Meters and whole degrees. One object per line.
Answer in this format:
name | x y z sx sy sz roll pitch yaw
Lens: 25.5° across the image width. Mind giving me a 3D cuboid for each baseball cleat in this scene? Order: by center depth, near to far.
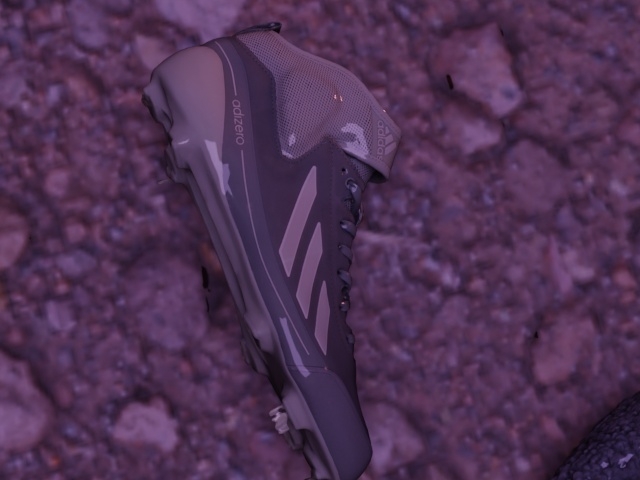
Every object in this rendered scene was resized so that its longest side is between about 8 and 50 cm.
baseball cleat | 0.000 0.000 0.621 0.109 0.072 0.205 -23 88 -13

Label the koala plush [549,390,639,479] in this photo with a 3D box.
koala plush | 0.182 0.148 0.535 0.196 0.221 0.203 -15 83 -5
